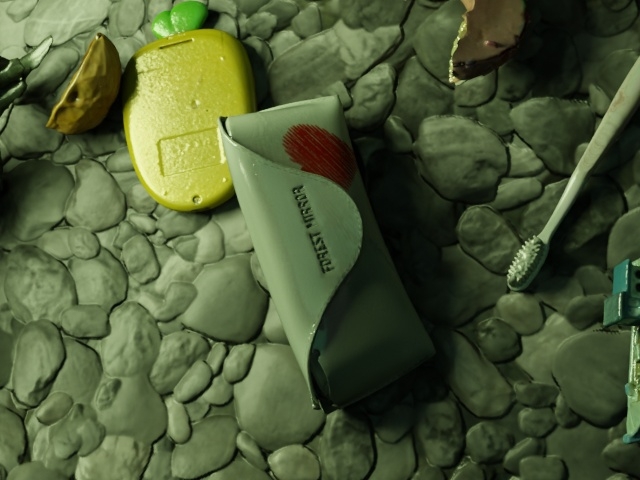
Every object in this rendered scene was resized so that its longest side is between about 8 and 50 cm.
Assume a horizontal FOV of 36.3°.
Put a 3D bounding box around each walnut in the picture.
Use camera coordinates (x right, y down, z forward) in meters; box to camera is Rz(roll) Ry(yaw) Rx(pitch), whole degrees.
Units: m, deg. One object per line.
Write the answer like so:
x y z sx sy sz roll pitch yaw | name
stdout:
-0.242 -0.158 1.032 0.052 0.091 0.121 29 114 -19 | walnut

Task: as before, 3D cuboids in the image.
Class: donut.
0.146 -0.233 0.950 0.117 0.065 0.166 -16 78 -11 | donut

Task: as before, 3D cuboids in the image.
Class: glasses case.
0.002 -0.001 0.921 0.128 0.083 0.308 -20 80 0 | glasses case

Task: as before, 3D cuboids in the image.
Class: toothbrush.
0.258 -0.085 0.914 0.025 0.029 0.307 31 86 26 | toothbrush

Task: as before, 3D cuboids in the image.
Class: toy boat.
0.281 0.090 0.849 0.058 0.069 0.173 4 78 0 | toy boat

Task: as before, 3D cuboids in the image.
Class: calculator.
-0.139 -0.143 1.024 0.146 0.032 0.235 -12 76 11 | calculator

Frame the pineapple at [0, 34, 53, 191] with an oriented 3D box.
-0.408 -0.081 1.013 0.165 0.165 0.364 34 85 18 | pineapple
